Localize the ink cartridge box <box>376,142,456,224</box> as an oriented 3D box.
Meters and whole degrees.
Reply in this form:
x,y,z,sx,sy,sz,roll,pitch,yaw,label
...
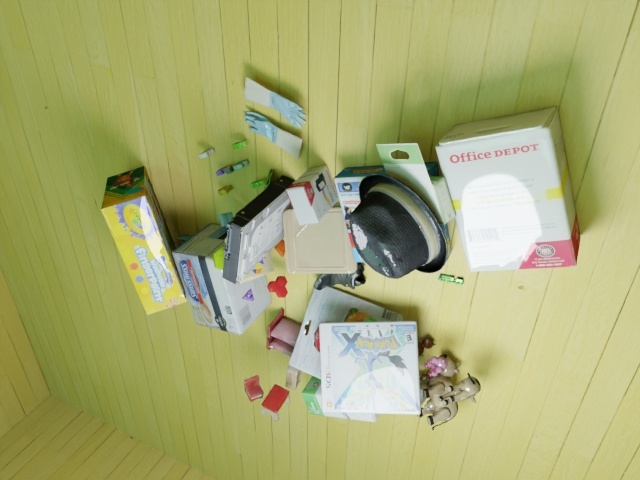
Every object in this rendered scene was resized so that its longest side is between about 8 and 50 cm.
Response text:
x,y,z,sx,sy,sz,roll,pitch,yaw,label
0.254,-0.160,1.451,0.171,0.056,0.235,13,130,56,ink cartridge box

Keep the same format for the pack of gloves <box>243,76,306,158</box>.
x,y,z,sx,sy,sz,roll,pitch,yaw,label
-0.139,-0.393,1.717,0.232,0.046,0.195,32,143,13,pack of gloves

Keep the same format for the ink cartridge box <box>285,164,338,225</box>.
x,y,z,sx,sy,sz,roll,pitch,yaw,label
-0.022,-0.145,1.709,0.072,0.175,0.127,-8,116,32,ink cartridge box

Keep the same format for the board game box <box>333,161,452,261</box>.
x,y,z,sx,sy,sz,roll,pitch,yaw,label
0.224,-0.078,1.664,0.308,0.086,0.302,1,121,31,board game box

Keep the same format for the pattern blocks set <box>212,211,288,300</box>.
x,y,z,sx,sy,sz,roll,pitch,yaw,label
-0.246,0.051,1.918,0.026,0.285,0.324,-19,75,56,pattern blocks set

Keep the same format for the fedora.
x,y,z,sx,sy,sz,roll,pitch,yaw,label
0.188,-0.014,1.503,0.334,0.152,0.334,40,154,24,fedora

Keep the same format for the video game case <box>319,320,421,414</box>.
x,y,z,sx,sy,sz,roll,pitch,yaw,label
0.161,0.420,1.803,0.329,0.036,0.299,-3,85,14,video game case

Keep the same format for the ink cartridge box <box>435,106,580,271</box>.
x,y,z,sx,sy,sz,roll,pitch,yaw,label
0.498,-0.125,1.416,0.279,0.160,0.384,-4,118,34,ink cartridge box

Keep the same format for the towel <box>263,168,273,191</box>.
x,y,z,sx,sy,sz,roll,pitch,yaw,label
-0.183,-0.153,1.849,0.023,0.113,0.152,12,127,-5,towel

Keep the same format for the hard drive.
x,y,z,sx,sy,sz,roll,pitch,yaw,label
-0.195,-0.040,1.774,0.064,0.339,0.237,25,129,15,hard drive

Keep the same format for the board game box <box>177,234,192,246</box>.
x,y,z,sx,sy,sz,roll,pitch,yaw,label
-0.494,0.085,2.240,0.160,0.039,0.211,8,125,26,board game box

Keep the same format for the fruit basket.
x,y,z,sx,sy,sz,roll,pitch,yaw,label
0.090,0.361,1.948,0.353,0.165,0.327,18,90,29,fruit basket

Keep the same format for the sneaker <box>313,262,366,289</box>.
x,y,z,sx,sy,sz,roll,pitch,yaw,label
0.071,0.137,1.900,0.130,0.087,0.227,49,127,2,sneaker

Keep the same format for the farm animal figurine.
x,y,z,sx,sy,sz,roll,pitch,yaw,label
0.420,0.487,1.841,0.330,0.172,0.326,-138,40,-57,farm animal figurine

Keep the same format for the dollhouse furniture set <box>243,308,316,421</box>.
x,y,z,sx,sy,sz,roll,pitch,yaw,label
-0.157,0.465,2.069,0.201,0.374,0.152,22,133,15,dollhouse furniture set

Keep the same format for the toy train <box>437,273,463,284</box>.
x,y,z,sx,sy,sz,roll,pitch,yaw,label
0.415,0.124,1.730,0.083,0.017,0.023,10,115,26,toy train

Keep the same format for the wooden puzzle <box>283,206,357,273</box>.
x,y,z,sx,sy,sz,roll,pitch,yaw,label
0.000,0.000,1.813,0.239,0.044,0.221,-2,99,12,wooden puzzle

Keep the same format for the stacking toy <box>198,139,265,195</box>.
x,y,z,sx,sy,sz,roll,pitch,yaw,label
-0.306,-0.254,1.897,0.221,0.052,0.167,-9,117,33,stacking toy

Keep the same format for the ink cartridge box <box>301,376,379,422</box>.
x,y,z,sx,sy,sz,roll,pitch,yaw,label
0.109,0.568,2.081,0.289,0.211,0.121,-4,117,33,ink cartridge box

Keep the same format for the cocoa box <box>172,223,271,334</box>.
x,y,z,sx,sy,sz,roll,pitch,yaw,label
-0.368,0.142,2.072,0.228,0.231,0.347,7,123,29,cocoa box

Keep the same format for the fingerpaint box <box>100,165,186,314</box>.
x,y,z,sx,sy,sz,roll,pitch,yaw,label
-0.666,-0.007,2.061,0.163,0.371,0.444,-19,118,-10,fingerpaint box
